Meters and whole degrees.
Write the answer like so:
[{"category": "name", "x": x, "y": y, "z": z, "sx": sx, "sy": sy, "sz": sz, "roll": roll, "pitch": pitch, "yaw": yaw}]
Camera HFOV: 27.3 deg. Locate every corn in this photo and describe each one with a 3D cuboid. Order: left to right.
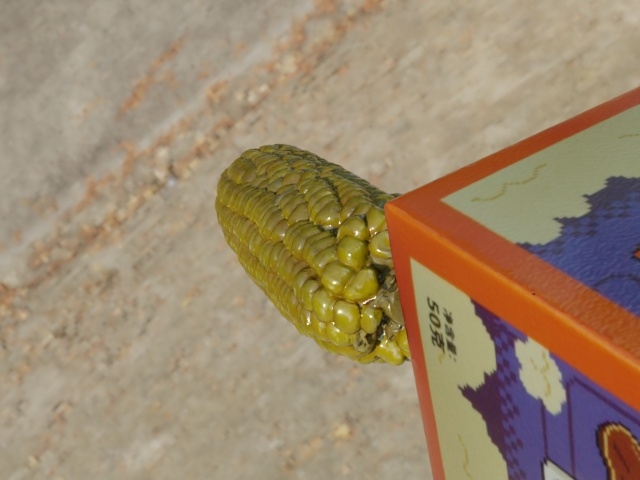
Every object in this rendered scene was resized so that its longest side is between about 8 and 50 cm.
[{"category": "corn", "x": -0.004, "y": 0.000, "z": 0.816, "sx": 0.102, "sy": 0.102, "sz": 0.313, "roll": -44, "pitch": 22, "yaw": -7}]

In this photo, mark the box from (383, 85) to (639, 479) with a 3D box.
[{"category": "box", "x": 0.249, "y": 0.109, "z": 0.641, "sx": 0.319, "sy": 0.348, "sz": 0.257, "roll": -24, "pitch": 33, "yaw": -22}]
